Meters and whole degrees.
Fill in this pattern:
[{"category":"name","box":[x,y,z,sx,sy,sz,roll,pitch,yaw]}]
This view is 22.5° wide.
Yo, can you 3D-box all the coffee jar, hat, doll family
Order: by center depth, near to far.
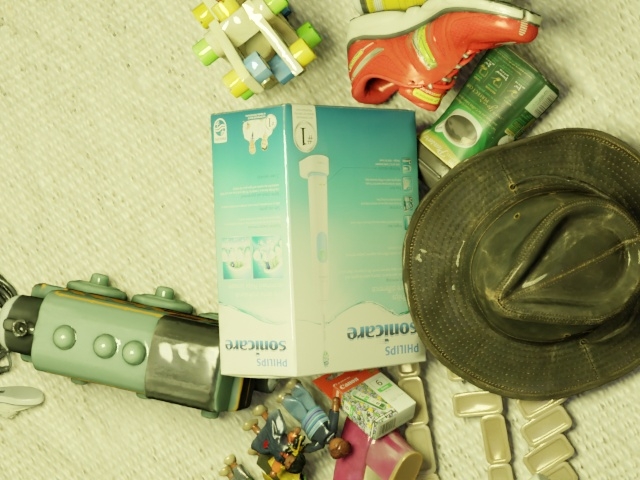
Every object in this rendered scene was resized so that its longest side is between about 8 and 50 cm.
[{"category":"hat","box":[0.259,0.035,1.758,0.331,0.134,0.331,0,96,-2]},{"category":"coffee jar","box":[0.184,-0.132,1.861,0.096,0.079,0.184,43,98,24]},{"category":"doll family","box":[-0.038,0.255,1.886,0.111,0.076,0.193,49,127,34]}]

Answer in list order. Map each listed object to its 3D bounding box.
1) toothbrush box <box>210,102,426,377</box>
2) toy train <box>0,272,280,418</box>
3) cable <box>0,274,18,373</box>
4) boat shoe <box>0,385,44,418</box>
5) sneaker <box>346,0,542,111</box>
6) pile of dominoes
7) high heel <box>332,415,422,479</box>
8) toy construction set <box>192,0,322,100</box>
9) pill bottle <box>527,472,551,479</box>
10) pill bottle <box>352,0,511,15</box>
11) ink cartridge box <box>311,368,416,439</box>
[{"category":"toothbrush box","box":[0.000,0.000,1.804,0.126,0.216,0.295,-4,90,44]},{"category":"toy train","box":[-0.215,0.123,1.897,0.334,0.190,0.142,12,90,15]},{"category":"cable","box":[-0.473,0.105,2.040,0.184,0.047,0.150,-6,86,15]},{"category":"boat shoe","box":[-0.394,0.206,2.025,0.100,0.035,0.035,-2,114,11]},{"category":"sneaker","box":[0.141,-0.207,1.830,0.279,0.107,0.118,-7,78,48]},{"category":"pile of dominoes","box":[0.195,0.195,1.877,0.196,0.040,0.251,-8,93,14]},{"category":"high heel","box":[0.025,0.315,1.897,0.117,0.082,0.244,41,113,43]},{"category":"toy construction set","box":[-0.114,-0.306,1.880,0.151,0.215,0.327,-23,82,12]},{"category":"pill bottle","box":[0.183,0.401,1.793,0.283,0.160,0.160,-44,78,9]},{"category":"pill bottle","box":[0.131,-0.314,1.873,0.184,0.103,0.103,2,88,15]},{"category":"ink cartridge box","box":[0.050,0.178,1.874,0.115,0.063,0.029,40,141,32]}]
